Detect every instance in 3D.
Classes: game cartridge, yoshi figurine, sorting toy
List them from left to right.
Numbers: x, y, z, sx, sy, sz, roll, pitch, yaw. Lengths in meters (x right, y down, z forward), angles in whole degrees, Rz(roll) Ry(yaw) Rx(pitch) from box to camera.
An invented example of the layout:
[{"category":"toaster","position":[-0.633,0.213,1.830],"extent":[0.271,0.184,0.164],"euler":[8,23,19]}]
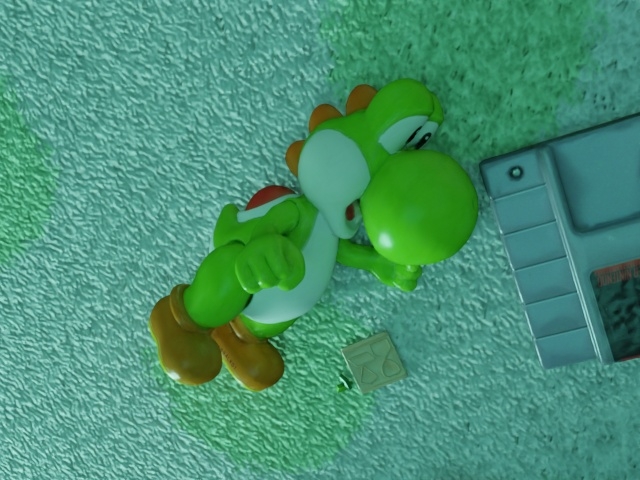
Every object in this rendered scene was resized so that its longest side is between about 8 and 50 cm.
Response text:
[{"category":"yoshi figurine","position":[0.010,0.017,0.721],"extent":[0.203,0.203,0.362],"euler":[38,106,-14]},{"category":"sorting toy","position":[0.048,0.140,0.821],"extent":[0.083,0.012,0.062],"euler":[-24,101,14]},{"category":"game cartridge","position":[0.354,-0.018,0.690],"extent":[0.355,0.068,0.230],"euler":[-17,94,16]}]
